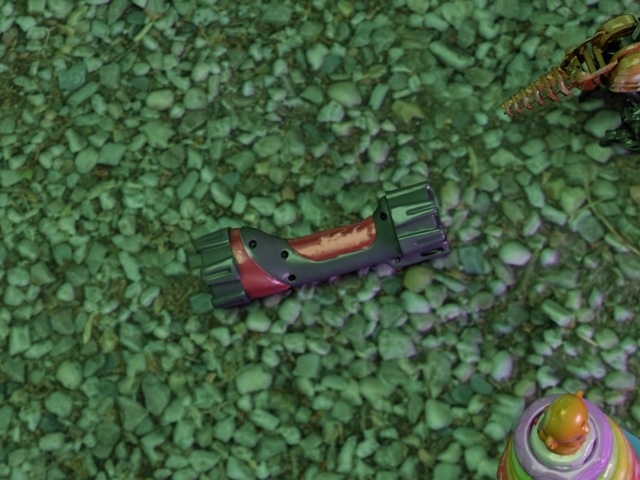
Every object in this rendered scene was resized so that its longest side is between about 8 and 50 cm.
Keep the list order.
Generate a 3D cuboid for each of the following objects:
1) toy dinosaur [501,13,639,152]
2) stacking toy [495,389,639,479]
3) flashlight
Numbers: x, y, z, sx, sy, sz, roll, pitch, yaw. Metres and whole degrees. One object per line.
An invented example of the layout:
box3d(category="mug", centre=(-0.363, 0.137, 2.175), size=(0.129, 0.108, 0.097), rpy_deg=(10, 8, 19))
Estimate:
box3d(category="toy dinosaur", centre=(0.386, -0.223, 1.932), size=(0.322, 0.218, 0.164), rpy_deg=(1, 67, 12))
box3d(category="stacking toy", centre=(0.265, 0.229, 1.702), size=(0.166, 0.302, 0.175), rpy_deg=(31, 76, 22))
box3d(category="flashlight", centre=(0.000, 0.000, 1.977), size=(0.304, 0.103, 0.103), rpy_deg=(-17, 60, 5))
